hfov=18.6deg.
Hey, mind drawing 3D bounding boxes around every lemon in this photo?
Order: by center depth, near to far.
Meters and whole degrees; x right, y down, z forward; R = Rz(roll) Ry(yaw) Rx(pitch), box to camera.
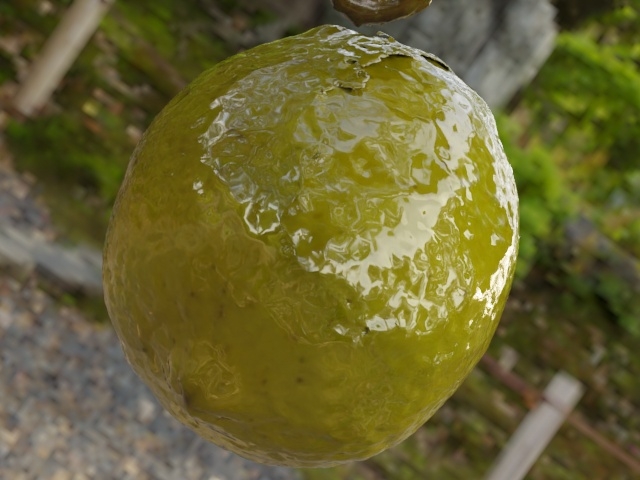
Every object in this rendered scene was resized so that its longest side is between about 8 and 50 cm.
[{"bbox_3d":[0.000,0.000,1.198,0.253,0.253,0.310,35,48,-5],"label":"lemon"}]

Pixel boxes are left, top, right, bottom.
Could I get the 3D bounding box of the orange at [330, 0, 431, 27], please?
[{"bbox_3d":[0.056,-0.289,1.830,0.160,0.170,0.112,61,28,-30],"label":"orange"}]
